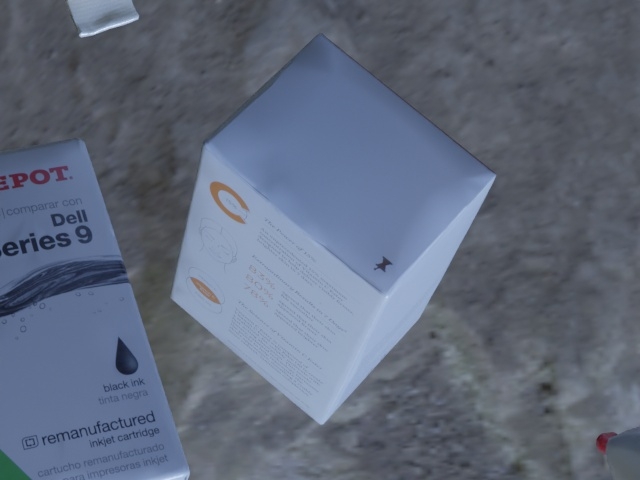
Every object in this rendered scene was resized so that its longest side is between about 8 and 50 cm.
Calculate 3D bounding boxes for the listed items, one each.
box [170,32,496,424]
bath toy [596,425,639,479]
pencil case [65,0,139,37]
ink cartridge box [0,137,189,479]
[{"bbox_3d":[0.000,0.000,1.721,0.215,0.345,0.168,40,65,9],"label":"box"},{"bbox_3d":[0.313,0.059,1.325,0.151,0.129,0.348,27,88,-42],"label":"bath toy"},{"bbox_3d":[-0.126,-0.307,1.026,0.160,0.410,0.183,-25,69,-23],"label":"pencil case"},{"bbox_3d":[-0.243,0.086,1.327,0.211,0.121,0.289,-12,65,-20],"label":"ink cartridge box"}]
